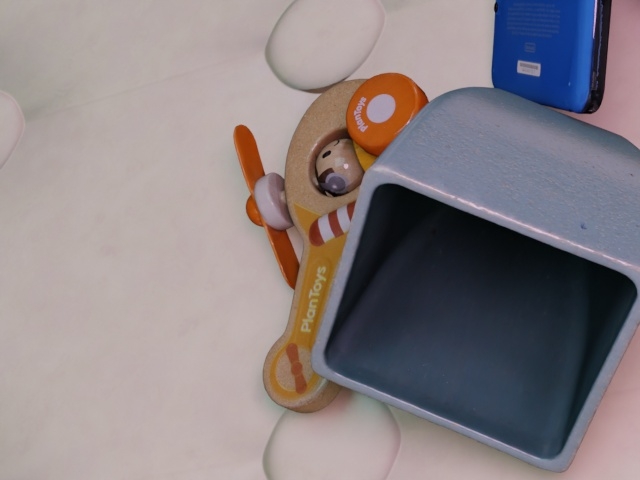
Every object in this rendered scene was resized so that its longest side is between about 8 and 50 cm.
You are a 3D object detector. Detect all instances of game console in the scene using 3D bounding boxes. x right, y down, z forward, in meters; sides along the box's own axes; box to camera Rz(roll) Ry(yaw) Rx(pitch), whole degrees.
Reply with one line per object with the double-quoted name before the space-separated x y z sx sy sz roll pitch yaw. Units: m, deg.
"game console" 0.288 -0.254 1.481 0.173 0.293 0.250 1 99 -10

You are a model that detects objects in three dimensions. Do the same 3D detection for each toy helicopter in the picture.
"toy helicopter" 0.000 0.000 1.573 0.235 0.140 0.355 5 72 32

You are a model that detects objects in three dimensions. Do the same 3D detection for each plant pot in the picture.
"plant pot" 0.167 0.004 1.378 0.248 0.247 0.252 22 41 8
